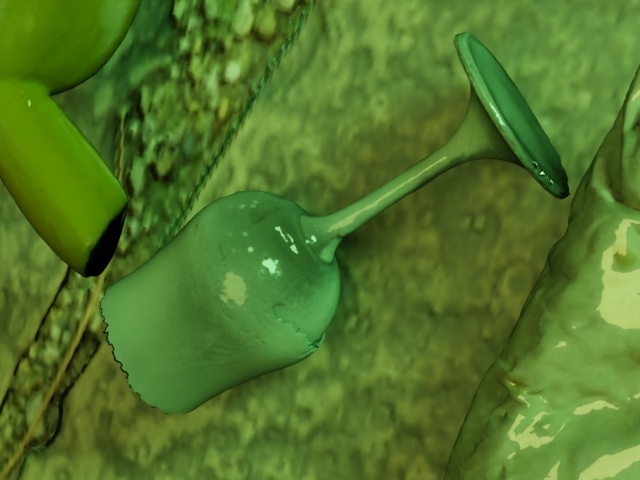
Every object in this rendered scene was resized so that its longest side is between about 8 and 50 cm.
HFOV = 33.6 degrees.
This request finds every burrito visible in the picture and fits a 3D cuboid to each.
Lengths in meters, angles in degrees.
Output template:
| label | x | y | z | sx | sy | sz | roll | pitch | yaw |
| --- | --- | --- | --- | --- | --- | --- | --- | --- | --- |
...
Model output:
| label | x | y | z | sx | sy | sz | roll | pitch | yaw |
| --- | --- | --- | --- | --- | --- | --- | --- | --- | --- |
| burrito | 0.098 | 0.128 | 0.418 | 0.117 | 0.076 | 0.392 | 22 | 105 | 12 |

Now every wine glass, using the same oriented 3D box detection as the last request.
| label | x | y | z | sx | sy | sz | roll | pitch | yaw |
| --- | --- | --- | --- | --- | --- | --- | --- | --- | --- |
| wine glass | 0.000 | 0.000 | 0.443 | 0.195 | 0.079 | 0.079 | -32 | 82 | 21 |

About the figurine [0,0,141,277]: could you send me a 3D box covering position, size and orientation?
| label | x | y | z | sx | sy | sz | roll | pitch | yaw |
| --- | --- | --- | --- | --- | --- | --- | --- | --- | --- |
| figurine | -0.130 | -0.177 | 0.438 | 0.218 | 0.169 | 0.326 | 34 | 104 | 32 |
